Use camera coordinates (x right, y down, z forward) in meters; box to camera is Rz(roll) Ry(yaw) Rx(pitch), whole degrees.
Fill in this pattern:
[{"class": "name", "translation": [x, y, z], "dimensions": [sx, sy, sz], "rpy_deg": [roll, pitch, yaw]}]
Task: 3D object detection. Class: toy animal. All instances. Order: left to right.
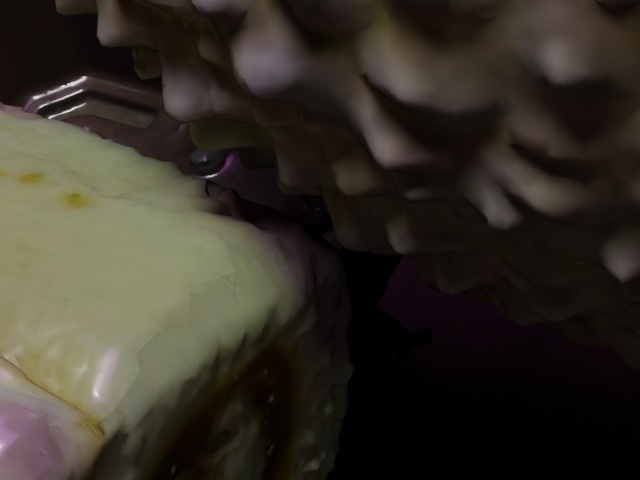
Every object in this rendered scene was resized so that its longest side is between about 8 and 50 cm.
[{"class": "toy animal", "translation": [-0.016, 0.001, 0.850], "dimensions": [0.075, 0.041, 0.217], "rpy_deg": [-3, 22, -14]}]

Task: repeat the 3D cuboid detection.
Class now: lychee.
[{"class": "lychee", "translation": [0.097, -0.154, 0.576], "dimensions": [0.432, 0.380, 0.380], "rpy_deg": [13, 25, -1]}]

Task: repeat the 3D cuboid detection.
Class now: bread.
[{"class": "bread", "translation": [-0.170, 0.026, 0.622], "dimensions": [0.338, 0.155, 0.187], "rpy_deg": [24, 38, 27]}]

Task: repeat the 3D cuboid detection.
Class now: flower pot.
[{"class": "flower pot", "translation": [-0.067, -0.022, 0.777], "dimensions": [0.250, 0.084, 0.179], "rpy_deg": [16, 60, 25]}]
